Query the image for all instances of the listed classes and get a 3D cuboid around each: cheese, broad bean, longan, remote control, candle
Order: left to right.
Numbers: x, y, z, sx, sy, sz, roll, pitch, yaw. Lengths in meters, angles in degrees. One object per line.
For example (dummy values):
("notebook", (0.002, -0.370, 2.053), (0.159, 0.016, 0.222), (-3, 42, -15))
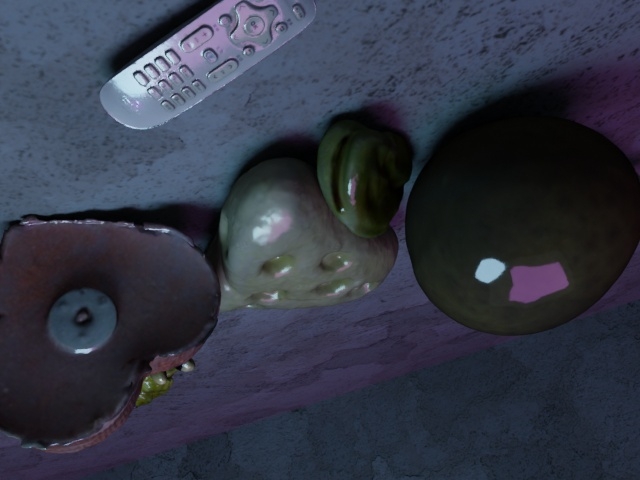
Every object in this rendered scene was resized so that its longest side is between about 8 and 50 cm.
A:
("candle", (-0.308, 0.102, 0.802), (0.317, 0.287, 0.131), (-48, 176, -29))
("remote control", (-0.112, -0.183, 0.588), (0.229, 0.044, 0.073), (-31, 136, 12))
("cheese", (0.000, 0.000, 0.926), (0.328, 0.130, 0.351), (-2, 153, -23))
("broad bean", (0.071, -0.079, 0.822), (0.072, 0.153, 0.206), (22, 174, 36))
("longan", (0.273, -0.023, 0.854), (0.318, 0.319, 0.319), (-13, 155, -6))

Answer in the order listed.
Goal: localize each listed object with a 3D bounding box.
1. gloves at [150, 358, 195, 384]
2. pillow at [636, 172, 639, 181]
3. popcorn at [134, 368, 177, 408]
("gloves", (-0.339, 0.147, 0.987), (0.300, 0.152, 0.197), (15, 155, -7))
("pillow", (0.440, -0.038, 1.106), (0.283, 0.138, 0.310), (7, 149, -39))
("popcorn", (-0.389, 0.254, 1.208), (0.195, 0.174, 0.168), (-4, 175, -45))
